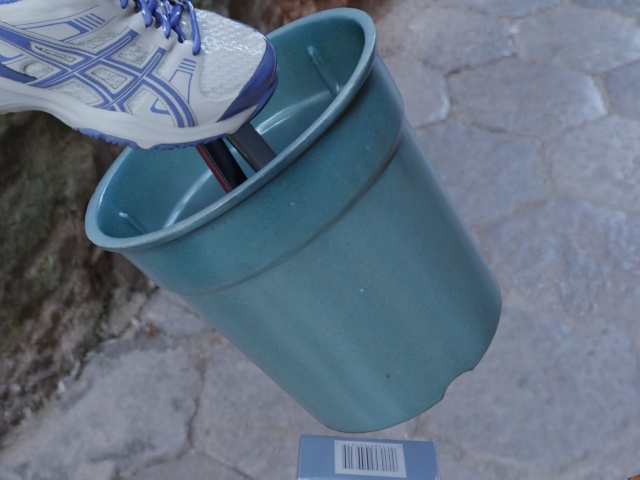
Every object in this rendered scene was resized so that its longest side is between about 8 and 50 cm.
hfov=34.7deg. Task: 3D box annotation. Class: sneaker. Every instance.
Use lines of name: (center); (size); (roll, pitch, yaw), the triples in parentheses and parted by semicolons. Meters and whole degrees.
sneaker: (-0.146, -0.142, 0.664); (0.297, 0.131, 0.111); (0, 50, -32)

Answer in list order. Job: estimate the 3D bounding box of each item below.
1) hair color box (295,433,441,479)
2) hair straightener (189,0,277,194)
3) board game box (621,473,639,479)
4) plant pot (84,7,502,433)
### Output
hair color box: (0.051, 0.454, 1.387); (0.186, 0.374, 0.113); (3, 22, 0)
hair straightener: (-0.098, -0.148, 0.888); (0.089, 0.230, 0.047); (-26, 10, 28)
board game box: (0.375, 0.465, 1.394); (0.233, 0.078, 0.347); (-27, 9, 26)
plant pot: (0.000, 0.000, 1.053); (0.341, 0.334, 0.341); (-30, 27, 17)
